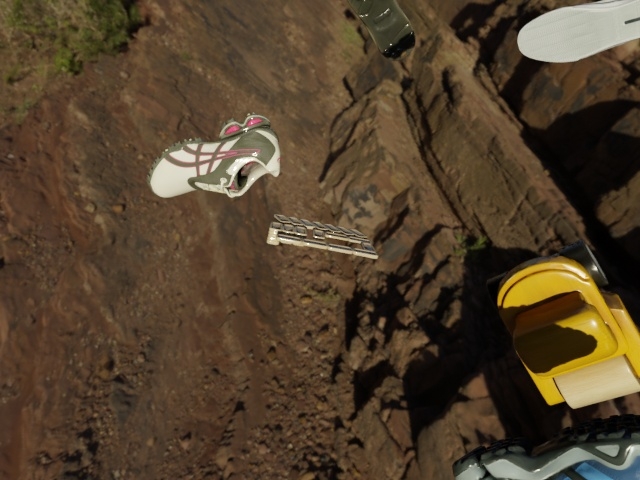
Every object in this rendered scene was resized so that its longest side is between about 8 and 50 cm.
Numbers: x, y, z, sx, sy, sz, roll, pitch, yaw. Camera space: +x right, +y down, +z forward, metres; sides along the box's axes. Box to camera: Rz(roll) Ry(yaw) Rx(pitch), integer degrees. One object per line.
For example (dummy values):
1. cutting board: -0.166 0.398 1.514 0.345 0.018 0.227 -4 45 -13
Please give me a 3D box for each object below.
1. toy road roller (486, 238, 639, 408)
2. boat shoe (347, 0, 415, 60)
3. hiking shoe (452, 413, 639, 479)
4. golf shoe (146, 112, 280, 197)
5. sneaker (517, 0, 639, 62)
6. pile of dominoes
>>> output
1. toy road roller: 0.446 0.181 0.889 0.329 0.203 0.240 57 27 -6
2. boat shoe: 0.127 -0.603 1.235 0.324 0.123 0.119 56 14 -34
3. hiking shoe: 0.316 0.290 0.584 0.113 0.304 0.131 7 61 -54
4. golf shoe: -0.202 -0.132 0.923 0.105 0.273 0.120 38 32 -63
5. sneaker: 0.485 -0.372 0.872 0.091 0.258 0.094 -45 128 -56
6. pile of dominoes: 0.000 0.000 1.195 0.252 0.040 0.196 11 17 -6
